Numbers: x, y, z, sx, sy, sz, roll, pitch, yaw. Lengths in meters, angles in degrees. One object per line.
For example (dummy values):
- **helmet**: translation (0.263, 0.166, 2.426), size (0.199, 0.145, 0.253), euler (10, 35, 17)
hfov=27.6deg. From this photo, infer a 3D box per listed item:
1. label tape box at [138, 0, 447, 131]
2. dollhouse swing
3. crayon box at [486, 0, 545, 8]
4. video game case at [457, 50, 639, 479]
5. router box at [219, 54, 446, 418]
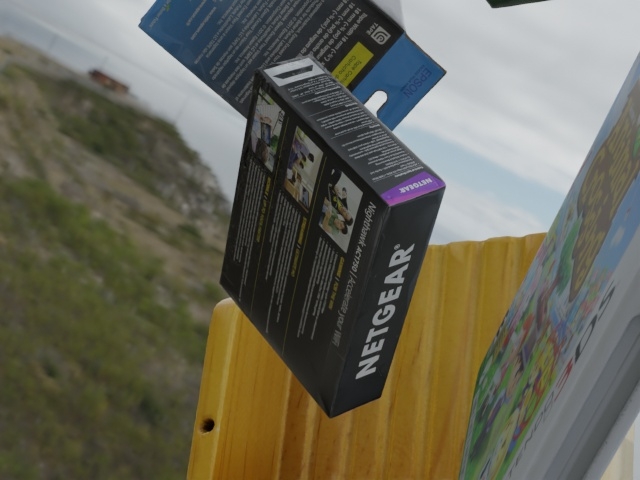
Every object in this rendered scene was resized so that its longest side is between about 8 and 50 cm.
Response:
- **label tape box**: translation (-0.027, -0.260, 1.644), size (0.333, 0.240, 0.106), euler (41, 33, -5)
- **dollhouse swing**: translation (0.018, 0.107, 0.989), size (0.346, 0.315, 0.305), euler (-7, -24, 34)
- **crayon box**: translation (0.189, -0.483, 1.351), size (0.106, 0.363, 0.313), euler (-1, -30, 41)
- **video game case**: translation (0.094, 0.020, 0.461), size (0.023, 0.193, 0.212), euler (24, 25, 3)
- **router box**: translation (0.000, 0.000, 0.785), size (0.046, 0.179, 0.133), euler (-19, 51, -31)
